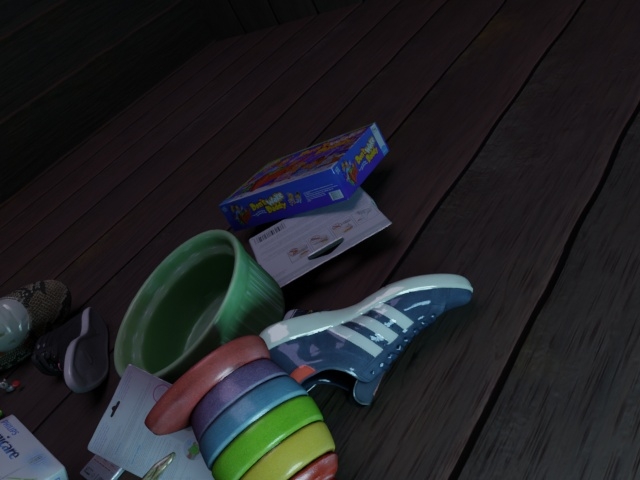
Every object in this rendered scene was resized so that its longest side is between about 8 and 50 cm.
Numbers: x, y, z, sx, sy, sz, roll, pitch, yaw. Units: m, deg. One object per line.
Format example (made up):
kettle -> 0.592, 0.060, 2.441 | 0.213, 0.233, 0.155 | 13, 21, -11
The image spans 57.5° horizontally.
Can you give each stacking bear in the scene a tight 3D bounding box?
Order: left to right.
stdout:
stacking bear -> -0.051, 0.275, 0.718 | 0.289, 0.175, 0.164 | 48, 114, 23

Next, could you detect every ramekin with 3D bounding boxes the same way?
ramekin -> -0.207, 0.144, 1.039 | 0.303, 0.148, 0.303 | -29, 38, 25

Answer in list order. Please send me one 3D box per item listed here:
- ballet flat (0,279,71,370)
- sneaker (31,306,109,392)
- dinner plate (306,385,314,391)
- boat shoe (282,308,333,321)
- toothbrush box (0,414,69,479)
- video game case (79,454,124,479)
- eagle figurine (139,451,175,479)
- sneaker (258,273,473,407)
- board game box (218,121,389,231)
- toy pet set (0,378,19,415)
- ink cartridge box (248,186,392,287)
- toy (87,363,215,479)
ballet flat -> -0.839, 0.261, 1.413 | 0.482, 0.164, 0.182 | -33, -6, -2
sneaker -> -0.545, 0.263, 1.253 | 0.146, 0.105, 0.296 | -33, 26, -2
dinner plate -> -0.045, 0.217, 0.984 | 0.141, 0.017, 0.141 | -21, 32, 14
boat shoe -> -0.034, 0.179, 0.949 | 0.083, 0.065, 0.183 | -10, 37, 26
toothbrush box -> -0.528, 0.404, 0.831 | 0.206, 0.122, 0.283 | 14, 28, 42
video game case -> -0.355, 0.372, 1.021 | 0.087, 0.011, 0.122 | 6, 46, 45
eagle figurine -> -0.199, 0.448, 0.665 | 0.298, 0.225, 0.226 | 48, 123, 29
sneaker -> 0.084, 0.164, 0.879 | 0.350, 0.131, 0.148 | -19, 66, -7
board game box -> -0.040, -0.144, 1.358 | 0.347, 0.078, 0.233 | -14, 25, 38
toy pet set -> -0.757, 0.375, 1.322 | 0.114, 0.065, 0.122 | 13, 44, 1
ink cartridge box -> 0.000, 0.000, 1.216 | 0.275, 0.060, 0.239 | -30, 32, -1
toy -> -0.210, 0.297, 0.873 | 0.237, 0.056, 0.137 | 21, 78, 14
